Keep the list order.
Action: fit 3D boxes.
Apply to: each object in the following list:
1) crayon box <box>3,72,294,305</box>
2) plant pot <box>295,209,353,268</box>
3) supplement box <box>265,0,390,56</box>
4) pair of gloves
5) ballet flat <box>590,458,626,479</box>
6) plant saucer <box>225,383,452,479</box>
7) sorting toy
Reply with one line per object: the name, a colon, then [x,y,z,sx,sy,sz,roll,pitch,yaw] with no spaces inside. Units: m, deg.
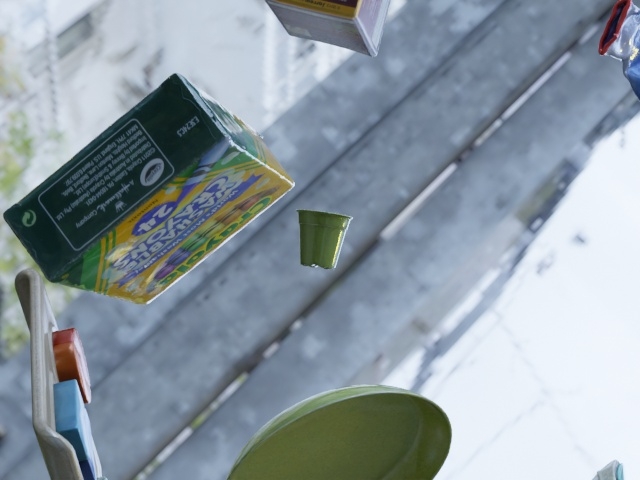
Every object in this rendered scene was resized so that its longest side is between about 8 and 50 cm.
crayon box: [-0.145,-0.037,1.626,0.083,0.203,0.323,52,5,12]
plant pot: [0.000,0.000,2.457,0.083,0.083,0.079,5,-95,46]
supplement box: [0.010,-0.261,1.792,0.104,0.081,0.188,15,-4,9]
pair of gloves: [0.289,-0.202,1.358,0.023,0.198,0.159,24,3,39]
ballet flat: [0.308,0.284,1.867,0.052,0.168,0.057,-6,-77,11]
plant saucer: [0.011,0.214,1.652,0.241,0.241,0.037,93,-23,-48]
sorting toy: [-0.182,0.199,1.368,0.229,0.041,0.307,-113,-170,-54]
